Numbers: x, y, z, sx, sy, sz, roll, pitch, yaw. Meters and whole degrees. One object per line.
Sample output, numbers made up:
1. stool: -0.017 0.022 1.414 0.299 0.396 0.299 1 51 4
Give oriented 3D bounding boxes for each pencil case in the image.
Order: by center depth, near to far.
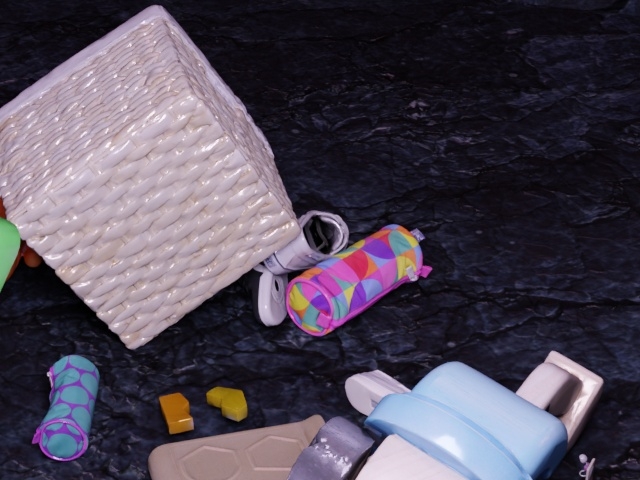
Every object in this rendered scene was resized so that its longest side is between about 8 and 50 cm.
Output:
1. pencil case: -0.326 0.215 1.868 0.070 0.064 0.151 14 28 -11
2. pencil case: 0.057 0.056 2.134 0.104 0.104 0.236 26 39 35

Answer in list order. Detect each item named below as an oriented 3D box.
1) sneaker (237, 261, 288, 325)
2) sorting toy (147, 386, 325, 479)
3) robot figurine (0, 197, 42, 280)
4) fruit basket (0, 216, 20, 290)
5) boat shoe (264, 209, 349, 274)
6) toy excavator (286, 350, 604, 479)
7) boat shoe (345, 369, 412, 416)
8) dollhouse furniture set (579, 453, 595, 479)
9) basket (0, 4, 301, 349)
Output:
1. sneaker: -0.113 0.058 2.160 0.121 0.079 0.217 -13 38 14
2. sorting toy: -0.094 0.281 1.799 0.229 0.041 0.307 -11 32 -13
3. robot figurine: -0.506 -0.006 2.180 0.128 0.158 0.219 -33 22 21
4. fruit basket: -0.528 0.113 1.838 0.283 0.392 0.392 22 36 31
5. boat shoe: 0.000 0.000 2.171 0.084 0.095 0.258 -21 3 24
6. toy excavator: 0.195 0.241 1.640 0.222 0.433 0.445 32 65 23
7. boat shoe: 0.112 0.220 1.895 0.063 0.066 0.184 -22 28 -34
8. dollhouse furniture set: 0.315 0.313 1.716 0.091 0.081 0.114 15 33 22
9. basket: -0.244 -0.086 2.040 0.331 0.328 0.266 -35 39 4
